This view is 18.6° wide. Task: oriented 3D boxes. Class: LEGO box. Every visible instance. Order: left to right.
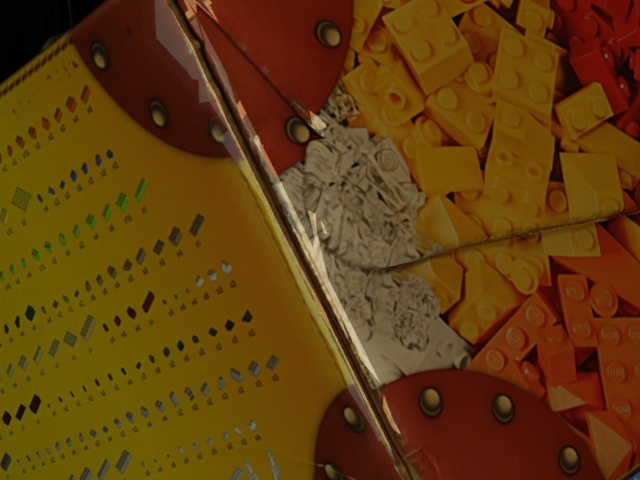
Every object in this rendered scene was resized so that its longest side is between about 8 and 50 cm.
[{"bbox_3d":[0.000,0.000,0.809,0.500,0.372,0.193,-25,92,54],"label":"LEGO box"}]

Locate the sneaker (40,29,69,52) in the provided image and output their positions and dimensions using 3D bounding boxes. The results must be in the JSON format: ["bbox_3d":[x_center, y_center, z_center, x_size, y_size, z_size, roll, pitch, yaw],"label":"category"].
[{"bbox_3d":[-0.089,-0.060,1.159,0.071,0.066,0.188,-40,85,37],"label":"sneaker"}]

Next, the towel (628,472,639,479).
[{"bbox_3d":[0.219,0.242,0.982,0.336,0.040,0.243,32,135,35],"label":"towel"}]
